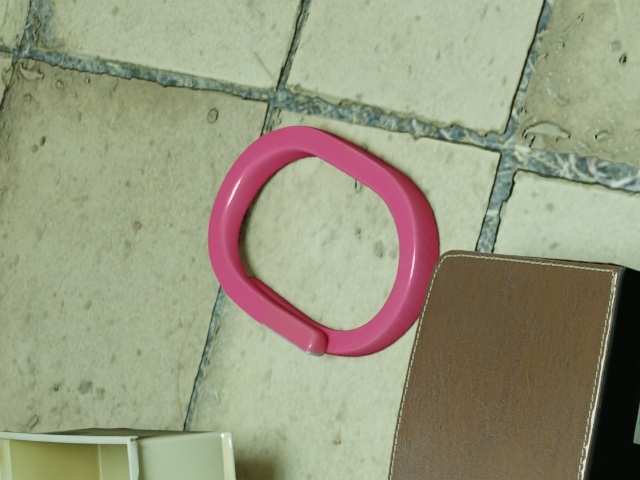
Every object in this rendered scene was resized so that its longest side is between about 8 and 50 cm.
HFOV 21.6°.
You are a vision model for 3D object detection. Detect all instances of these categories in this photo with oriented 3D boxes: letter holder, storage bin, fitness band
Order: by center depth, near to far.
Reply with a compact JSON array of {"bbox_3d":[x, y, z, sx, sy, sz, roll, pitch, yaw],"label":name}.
[{"bbox_3d":[0.190,0.173,1.458,0.214,0.152,0.301,5,83,44],"label":"letter holder"},{"bbox_3d":[-0.201,0.317,1.670,0.262,0.123,0.260,-7,86,51],"label":"storage bin"},{"bbox_3d":[0.000,0.000,1.734,0.291,0.054,0.209,33,98,40],"label":"fitness band"}]

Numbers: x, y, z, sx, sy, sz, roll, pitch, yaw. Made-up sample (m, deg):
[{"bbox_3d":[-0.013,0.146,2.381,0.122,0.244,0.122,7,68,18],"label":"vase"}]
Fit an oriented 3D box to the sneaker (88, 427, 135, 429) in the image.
[{"bbox_3d":[-0.181,0.276,1.811,0.221,0.087,0.128,5,91,54],"label":"sneaker"}]
